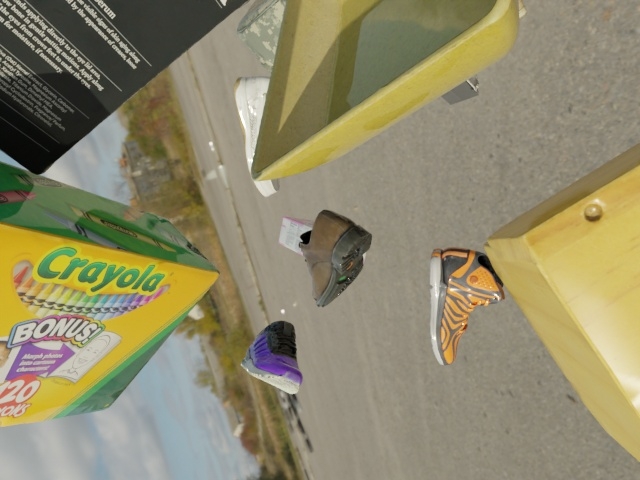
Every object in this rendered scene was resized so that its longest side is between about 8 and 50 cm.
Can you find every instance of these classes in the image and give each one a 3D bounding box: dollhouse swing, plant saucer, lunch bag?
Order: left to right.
[{"bbox_3d":[0.021,-0.428,1.223,0.305,0.213,0.256,-19,125,41],"label":"lunch bag"},{"bbox_3d":[0.073,-0.238,0.614,0.333,0.081,0.333,-25,48,48],"label":"plant saucer"},{"bbox_3d":[0.372,0.070,0.628,0.347,0.315,0.305,56,-160,1],"label":"dollhouse swing"}]

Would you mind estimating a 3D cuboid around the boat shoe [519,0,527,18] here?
[{"bbox_3d":[0.188,-0.307,0.773,0.170,0.063,0.059,36,157,52],"label":"boat shoe"}]

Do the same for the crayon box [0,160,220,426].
[{"bbox_3d":[-0.206,0.044,0.423,0.081,0.165,0.278,42,-175,20],"label":"crayon box"}]

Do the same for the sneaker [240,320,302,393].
[{"bbox_3d":[-0.103,0.258,1.429,0.102,0.146,0.293,31,169,-19],"label":"sneaker"}]

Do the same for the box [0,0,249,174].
[{"bbox_3d":[-0.186,-0.183,0.313,0.103,0.184,0.261,57,-174,36],"label":"box"}]

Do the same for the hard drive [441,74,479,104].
[{"bbox_3d":[0.169,-0.416,0.984,0.237,0.064,0.339,14,-114,-57],"label":"hard drive"}]

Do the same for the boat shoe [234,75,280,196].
[{"bbox_3d":[-0.114,-0.223,1.336,0.098,0.096,0.277,-78,-19,-56],"label":"boat shoe"}]

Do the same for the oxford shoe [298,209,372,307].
[{"bbox_3d":[0.013,0.025,0.929,0.096,0.083,0.227,40,149,17],"label":"oxford shoe"}]

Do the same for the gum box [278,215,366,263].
[{"bbox_3d":[0.000,0.000,1.275,0.188,0.107,0.062,24,105,56],"label":"gum box"}]

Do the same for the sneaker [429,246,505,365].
[{"bbox_3d":[0.372,0.175,1.538,0.124,0.180,0.321,-52,-40,-63],"label":"sneaker"}]
